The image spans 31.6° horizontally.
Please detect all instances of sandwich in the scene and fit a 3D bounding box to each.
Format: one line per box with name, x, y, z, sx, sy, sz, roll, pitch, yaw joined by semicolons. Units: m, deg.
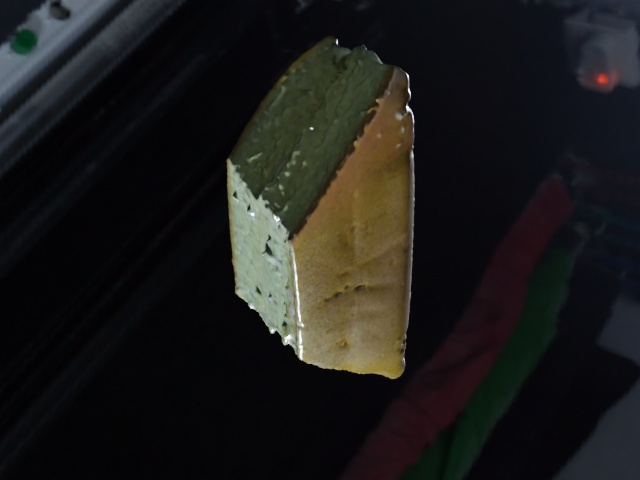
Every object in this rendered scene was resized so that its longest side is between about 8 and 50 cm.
sandwich;0.000;0.000;0.703;0.096;0.094;0.258;-24;-48;-25
